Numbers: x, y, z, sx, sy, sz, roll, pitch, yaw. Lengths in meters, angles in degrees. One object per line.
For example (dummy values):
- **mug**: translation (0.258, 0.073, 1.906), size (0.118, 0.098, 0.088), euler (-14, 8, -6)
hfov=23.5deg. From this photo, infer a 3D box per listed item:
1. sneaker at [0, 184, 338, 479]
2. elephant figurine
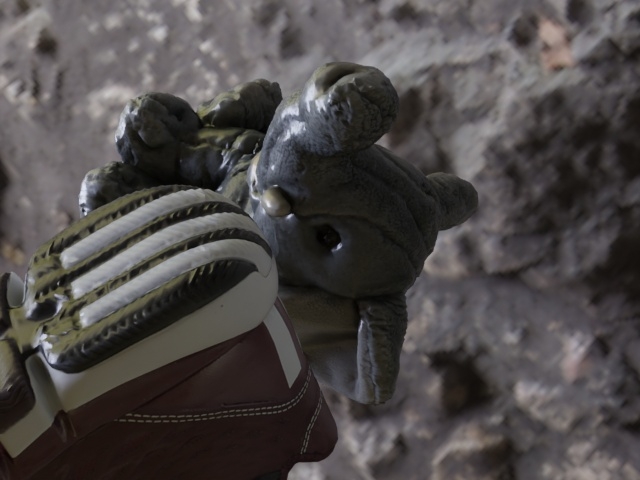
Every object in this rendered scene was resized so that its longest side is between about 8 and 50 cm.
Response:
- **sneaker**: translation (-0.117, 0.110, 0.549), size (0.162, 0.281, 0.106), euler (60, -175, -37)
- **elephant figurine**: translation (0.000, 0.000, 0.769), size (0.239, 0.186, 0.169), euler (4, 96, 47)
